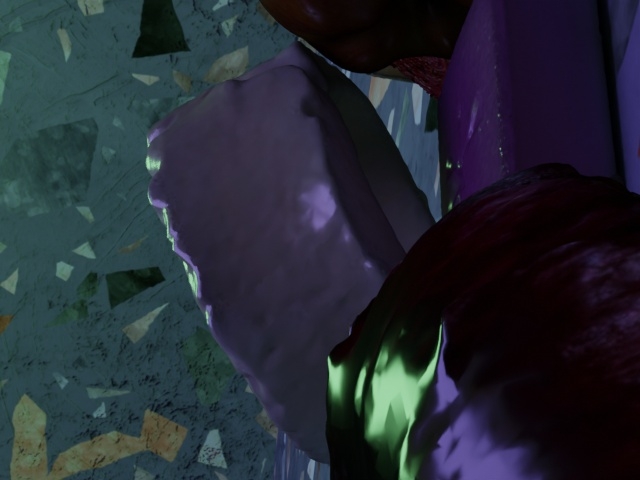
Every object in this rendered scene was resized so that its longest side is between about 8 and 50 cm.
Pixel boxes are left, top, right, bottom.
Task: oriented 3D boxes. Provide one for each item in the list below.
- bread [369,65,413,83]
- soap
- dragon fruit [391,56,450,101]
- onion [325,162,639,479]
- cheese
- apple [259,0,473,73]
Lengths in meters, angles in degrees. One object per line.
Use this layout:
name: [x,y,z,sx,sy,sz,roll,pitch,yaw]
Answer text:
bread: [0.090,-0.224,1.408,0.082,0.106,0.125,-108,25,-73]
soap: [0.133,-0.029,0.935,0.181,0.081,0.259,105,168,-60]
dragon fruit: [0.071,-0.270,1.250,0.161,0.274,0.126,-56,14,-21]
onion: [0.092,0.127,0.455,0.314,0.232,0.314,167,90,-81]
cheese: [0.001,-0.002,1.108,0.292,0.153,0.332,38,-157,-60]
apple: [0.046,-0.295,1.047,0.288,0.288,0.317,115,147,-74]
